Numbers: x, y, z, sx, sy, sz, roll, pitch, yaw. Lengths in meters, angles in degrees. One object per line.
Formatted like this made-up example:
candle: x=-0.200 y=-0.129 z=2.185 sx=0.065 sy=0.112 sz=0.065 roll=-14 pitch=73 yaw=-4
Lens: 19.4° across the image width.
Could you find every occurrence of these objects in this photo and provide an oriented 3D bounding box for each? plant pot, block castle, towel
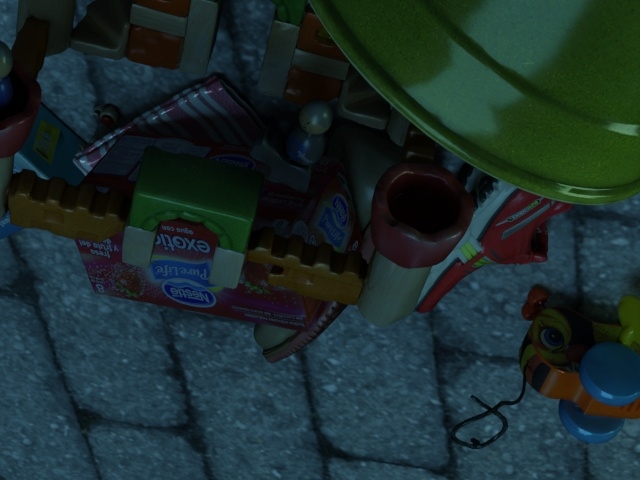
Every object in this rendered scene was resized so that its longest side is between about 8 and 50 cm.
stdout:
plant pot: x=0.221 y=-0.276 z=1.373 sx=0.366 sy=0.366 sz=0.353 roll=31 pitch=128 yaw=-14
block castle: x=-0.082 y=-0.134 z=1.648 sx=0.453 sy=0.303 sz=0.213 roll=14 pitch=142 yaw=-2
towel: x=-0.140 y=-0.077 z=1.930 sx=0.197 sy=0.029 sz=0.144 roll=-27 pitch=123 yaw=23

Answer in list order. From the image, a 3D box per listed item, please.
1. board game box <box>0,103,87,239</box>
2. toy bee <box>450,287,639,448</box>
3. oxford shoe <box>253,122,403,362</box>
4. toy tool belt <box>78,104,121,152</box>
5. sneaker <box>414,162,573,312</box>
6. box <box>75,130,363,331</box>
board game box: x=-0.444 y=-0.131 z=1.991 sx=0.254 sy=0.079 sz=0.336 roll=-22 pitch=125 yaw=39
toy bee: x=0.278 y=0.116 z=1.948 sx=0.298 sy=0.162 sz=0.195 roll=12 pitch=139 yaw=-32
oxford shoe: x=0.000 y=0.000 z=1.948 sx=0.130 sy=0.123 sz=0.348 roll=38 pitch=133 yaw=1
toy tool belt: x=-0.226 y=-0.096 z=1.962 sx=0.052 sy=0.051 sz=0.083 roll=15 pitch=140 yaw=6
sneaker: x=0.168 y=0.003 z=1.879 sx=0.118 sy=0.107 sz=0.279 roll=20 pitch=144 yaw=-15
box: x=-0.103 y=-0.012 z=1.828 sx=0.257 sy=0.128 sz=0.122 roll=8 pitch=134 yaw=28
